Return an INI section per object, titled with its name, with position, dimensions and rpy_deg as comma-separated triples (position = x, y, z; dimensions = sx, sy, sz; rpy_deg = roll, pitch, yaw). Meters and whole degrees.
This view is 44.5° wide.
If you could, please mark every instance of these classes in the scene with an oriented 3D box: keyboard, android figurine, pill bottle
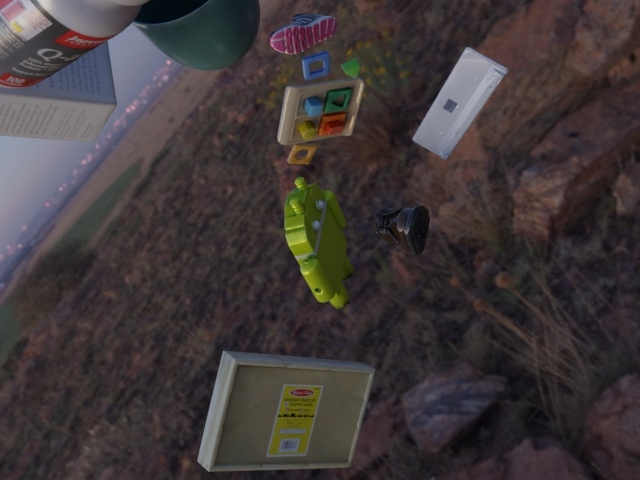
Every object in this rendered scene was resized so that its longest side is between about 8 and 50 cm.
[keyboard]
position = 0.219, -0.214, 1.265
dimensions = 0.014, 0.072, 0.256
rpy_deg = -53, -5, -28
[android figurine]
position = 0.000, 0.000, 1.549
dimensions = 0.056, 0.273, 0.248
rpy_deg = -11, 37, 20
[pill bottle]
position = -0.402, -0.384, 1.186
dimensions = 0.363, 0.210, 0.210
rpy_deg = -15, 36, 38

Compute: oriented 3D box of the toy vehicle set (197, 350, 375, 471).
[toy vehicle set]
position = -0.044, 0.259, 1.173
dimensions = 0.035, 0.267, 0.166
rpy_deg = 19, 96, 52

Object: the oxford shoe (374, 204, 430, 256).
[oxford shoe]
position = 0.135, -0.019, 1.330
dimensions = 0.227, 0.096, 0.083
rpy_deg = 42, -120, -82

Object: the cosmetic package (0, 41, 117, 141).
[cosmetic package]
position = -0.631, -0.329, 1.444
dimensions = 0.161, 0.453, 0.230
rpy_deg = -36, 60, 50

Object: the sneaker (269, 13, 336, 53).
[sneaker]
position = -0.048, -0.454, 1.703
dimensions = 0.170, 0.063, 0.075
rpy_deg = -28, 40, -28

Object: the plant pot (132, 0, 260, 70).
[plant pot]
position = -0.269, -0.521, 1.739
dimensions = 0.293, 0.235, 0.293
rpy_deg = -8, 63, 17

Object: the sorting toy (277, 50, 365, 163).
[sorting toy]
position = 0.004, -0.299, 1.872
dimensions = 0.348, 0.196, 0.047
rpy_deg = 105, 149, -48
